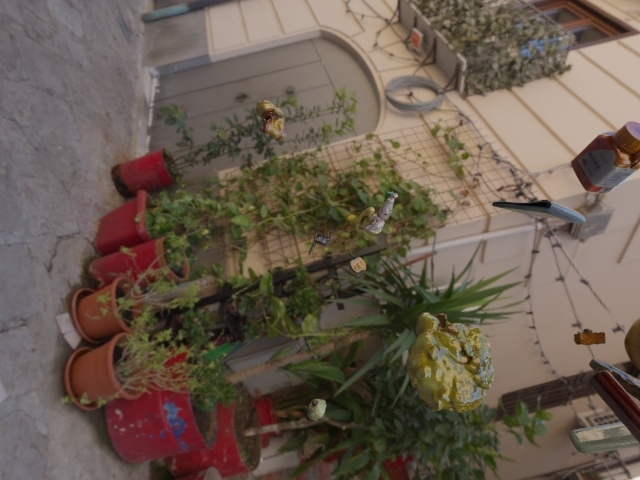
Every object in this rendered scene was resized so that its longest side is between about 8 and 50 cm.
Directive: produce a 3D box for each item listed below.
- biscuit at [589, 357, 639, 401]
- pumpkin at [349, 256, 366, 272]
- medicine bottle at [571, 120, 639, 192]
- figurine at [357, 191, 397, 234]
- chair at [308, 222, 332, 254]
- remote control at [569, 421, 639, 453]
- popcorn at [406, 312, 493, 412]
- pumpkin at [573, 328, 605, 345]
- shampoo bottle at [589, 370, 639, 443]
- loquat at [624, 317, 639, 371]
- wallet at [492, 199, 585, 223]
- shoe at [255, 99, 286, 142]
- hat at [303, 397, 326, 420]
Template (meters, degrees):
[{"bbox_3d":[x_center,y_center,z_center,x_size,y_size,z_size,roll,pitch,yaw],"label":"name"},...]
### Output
[{"bbox_3d":[0.990,0.466,1.237,0.320,0.047,0.184,36,16,32],"label":"biscuit"},{"bbox_3d":[0.119,0.085,1.361,0.083,0.028,0.050,-10,71,-54],"label":"pumpkin"},{"bbox_3d":[0.972,-0.278,1.353,0.222,0.112,0.149,111,-22,-55],"label":"medicine bottle"},{"bbox_3d":[0.172,-0.082,1.209,0.187,0.083,0.083,119,-40,-58],"label":"figurine"},{"bbox_3d":[0.002,0.001,0.957,0.037,0.042,0.086,-58,169,-50],"label":"chair"},{"bbox_3d":[1.023,0.663,1.386,0.090,0.310,0.038,-87,161,-65],"label":"remote control"},{"bbox_3d":[0.334,0.323,1.093,0.192,0.234,0.265,104,-25,-61],"label":"popcorn"},{"bbox_3d":[0.859,0.308,1.299,0.083,0.074,0.053,42,43,-65],"label":"pumpkin"},{"bbox_3d":[0.834,0.476,1.074,0.102,0.064,0.260,46,15,-36],"label":"shampoo bottle"},{"bbox_3d":[0.971,0.298,1.129,0.208,0.208,0.207,165,-90,-89],"label":"loquat"},{"bbox_3d":[0.939,-0.135,1.761,0.290,0.252,0.054,21,-82,61],"label":"wallet"},{"bbox_3d":[-0.119,-0.297,0.997,0.069,0.072,0.108,12,69,-47],"label":"shoe"},{"bbox_3d":[-0.021,0.611,1.479,0.077,0.059,0.076,-35,-149,49],"label":"hat"}]
